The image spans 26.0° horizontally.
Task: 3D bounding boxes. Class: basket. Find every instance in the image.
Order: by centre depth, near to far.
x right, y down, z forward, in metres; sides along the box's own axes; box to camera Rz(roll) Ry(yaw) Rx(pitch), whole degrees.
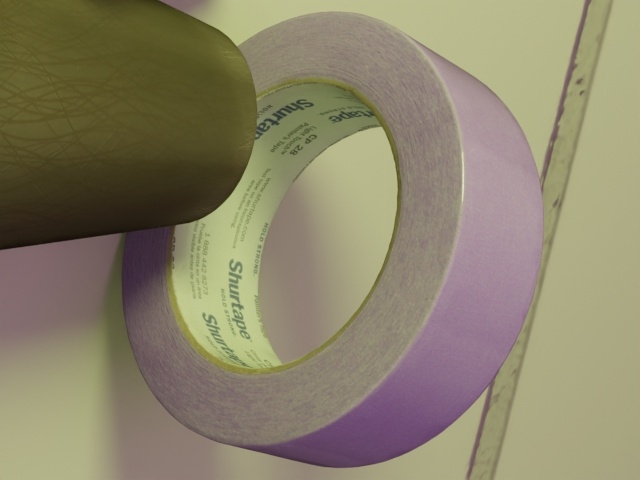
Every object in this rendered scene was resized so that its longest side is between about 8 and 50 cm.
[{"bbox_3d":[-0.157,-0.080,0.783,0.227,0.154,0.204,3,101,-50],"label":"basket"}]

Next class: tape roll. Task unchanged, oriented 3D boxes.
[{"bbox_3d":[0.000,0.000,0.868,0.090,0.274,0.275,21,85,-47],"label":"tape roll"}]
